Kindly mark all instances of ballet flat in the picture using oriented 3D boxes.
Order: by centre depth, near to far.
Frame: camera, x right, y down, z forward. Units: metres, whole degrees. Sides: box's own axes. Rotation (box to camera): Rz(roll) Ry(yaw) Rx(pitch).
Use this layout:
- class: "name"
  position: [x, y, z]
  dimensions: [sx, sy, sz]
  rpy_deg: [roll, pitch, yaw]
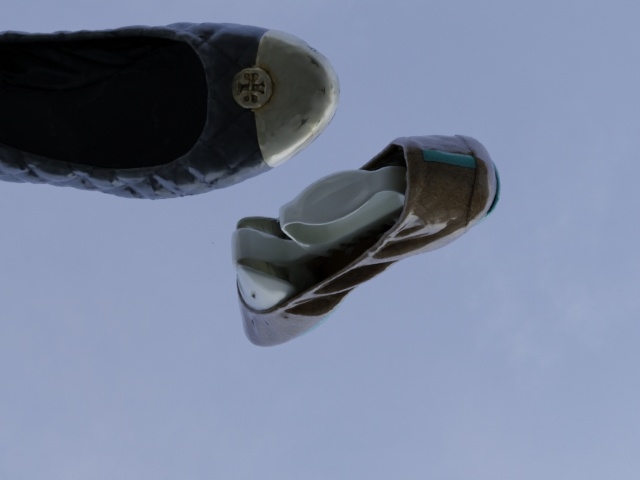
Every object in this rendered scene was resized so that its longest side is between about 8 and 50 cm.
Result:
- class: "ballet flat"
  position: [-0.080, -0.043, 0.319]
  dimensions: [0.173, 0.049, 0.057]
  rpy_deg: [0, -96, 11]
- class: "ballet flat"
  position: [0.000, 0.000, 0.886]
  dimensions: [0.124, 0.342, 0.116]
  rpy_deg: [14, -121, -39]
